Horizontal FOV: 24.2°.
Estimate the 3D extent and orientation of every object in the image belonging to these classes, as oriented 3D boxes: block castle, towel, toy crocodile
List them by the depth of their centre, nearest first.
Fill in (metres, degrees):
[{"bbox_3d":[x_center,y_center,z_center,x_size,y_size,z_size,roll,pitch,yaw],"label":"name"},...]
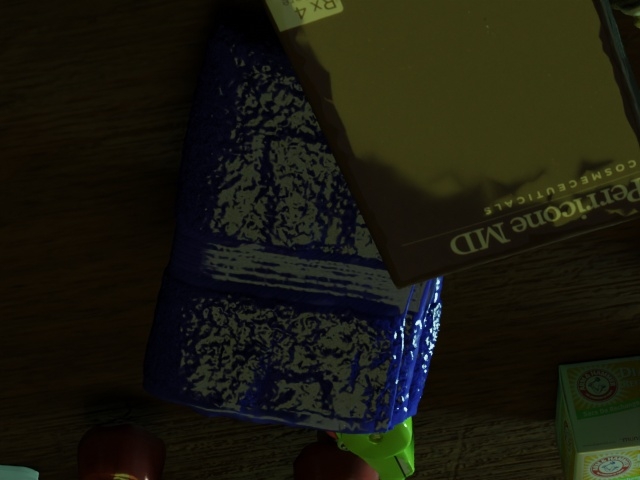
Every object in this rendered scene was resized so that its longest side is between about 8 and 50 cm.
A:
[{"bbox_3d":[0.000,0.000,1.123,0.227,0.076,0.308,6,111,-15],"label":"towel"},{"bbox_3d":[0.013,0.102,1.316,0.105,0.115,0.340,-12,138,15],"label":"toy crocodile"},{"bbox_3d":[-0.106,0.365,1.548,0.303,0.213,0.453,4,137,-6],"label":"block castle"}]

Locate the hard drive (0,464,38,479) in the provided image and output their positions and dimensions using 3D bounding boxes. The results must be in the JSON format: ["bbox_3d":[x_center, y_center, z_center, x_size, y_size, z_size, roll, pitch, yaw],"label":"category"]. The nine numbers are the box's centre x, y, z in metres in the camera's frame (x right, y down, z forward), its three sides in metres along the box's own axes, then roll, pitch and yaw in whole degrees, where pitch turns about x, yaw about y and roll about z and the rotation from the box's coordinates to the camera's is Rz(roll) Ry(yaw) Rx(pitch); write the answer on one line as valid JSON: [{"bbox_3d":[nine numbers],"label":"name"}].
[{"bbox_3d":[-0.423,0.332,1.596,0.203,0.040,0.308,7,139,-14],"label":"hard drive"}]

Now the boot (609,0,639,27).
[{"bbox_3d":[0.281,-0.137,1.073,0.203,0.095,0.262,15,134,-23],"label":"boot"}]

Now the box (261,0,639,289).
[{"bbox_3d":[0.065,-0.171,0.906,0.191,0.143,0.381,-18,125,14],"label":"box"}]

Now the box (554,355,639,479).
[{"bbox_3d":[0.337,0.181,1.454,0.203,0.103,0.114,-7,140,2],"label":"box"}]
